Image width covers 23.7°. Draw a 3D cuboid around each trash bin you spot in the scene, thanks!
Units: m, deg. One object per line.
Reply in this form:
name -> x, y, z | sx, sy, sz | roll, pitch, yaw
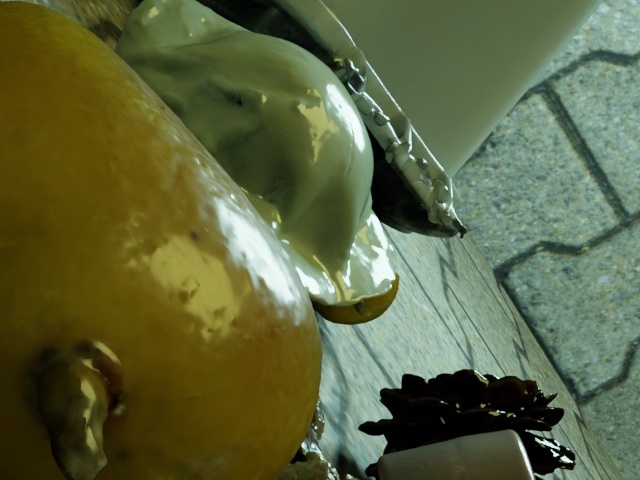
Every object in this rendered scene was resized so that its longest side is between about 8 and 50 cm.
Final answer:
trash bin -> 0.091, -0.210, 1.161 | 0.256, 0.368, 0.296 | 52, -8, -38

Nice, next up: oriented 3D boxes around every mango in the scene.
mango -> -0.081, -0.001, 0.526 | 0.176, 0.119, 0.317 | 45, 10, -27
mango -> 0.000, 0.000, 1.107 | 0.101, 0.066, 0.187 | 42, 10, -41

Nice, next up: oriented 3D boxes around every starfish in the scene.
starfish -> -0.028, 0.078, 0.815 | 0.209, 0.053, 0.150 | 61, -4, 42

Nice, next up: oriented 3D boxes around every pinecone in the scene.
pinecone -> 0.092, 0.142, 0.945 | 0.140, 0.140, 0.120 | 38, 51, -65

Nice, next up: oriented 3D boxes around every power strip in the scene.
power strip -> 0.079, 0.177, 0.773 | 0.154, 0.078, 0.154 | 169, -90, -89

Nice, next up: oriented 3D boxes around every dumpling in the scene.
dumpling -> -0.046, -0.047, 0.894 | 0.229, 0.124, 0.151 | 47, 38, 3
